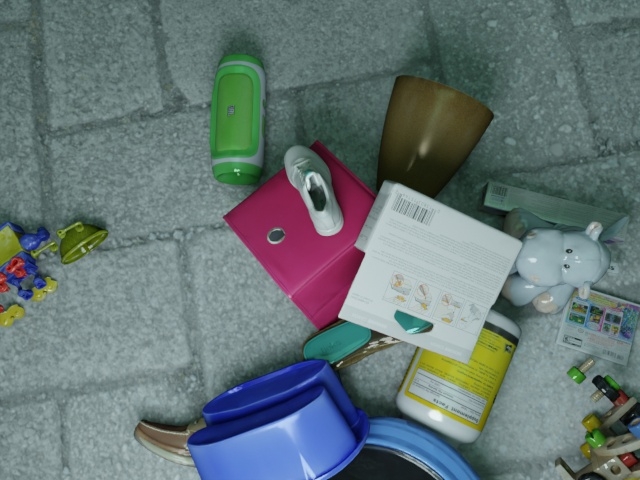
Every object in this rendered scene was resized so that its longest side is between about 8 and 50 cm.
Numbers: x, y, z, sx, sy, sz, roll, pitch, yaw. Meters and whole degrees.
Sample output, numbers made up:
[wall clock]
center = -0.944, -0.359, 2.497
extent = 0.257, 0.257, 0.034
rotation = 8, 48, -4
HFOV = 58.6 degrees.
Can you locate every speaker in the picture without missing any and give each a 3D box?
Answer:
[speaker]
center = -0.196, -0.290, 1.378
extent = 0.131, 0.131, 0.296
rotation = 0, 79, 3

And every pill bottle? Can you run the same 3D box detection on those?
[pill bottle]
center = 0.275, 0.299, 1.201
extent = 0.188, 0.188, 0.333
rotation = 25, 82, 8

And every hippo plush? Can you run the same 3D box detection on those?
[hippo plush]
center = 0.498, 0.062, 1.183
extent = 0.295, 0.236, 0.234
rotation = 7, 100, 10

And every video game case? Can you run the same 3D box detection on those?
[video game case]
center = 0.626, 0.189, 1.288
extent = 0.157, 0.019, 0.143
rotation = 18, 80, 7

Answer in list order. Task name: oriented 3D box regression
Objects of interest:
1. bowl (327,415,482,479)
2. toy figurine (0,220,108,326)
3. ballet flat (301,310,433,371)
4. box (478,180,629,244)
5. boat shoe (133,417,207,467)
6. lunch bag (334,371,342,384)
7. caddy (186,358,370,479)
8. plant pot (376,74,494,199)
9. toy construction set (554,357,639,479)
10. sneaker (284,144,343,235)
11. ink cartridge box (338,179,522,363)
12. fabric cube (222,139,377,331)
[bowl]
center = 0.139, 0.542, 1.118
extent = 0.392, 0.077, 0.390
rotation = 6, 104, 25
[toy figurine]
center = -0.712, 0.013, 1.322
extent = 0.363, 0.191, 0.217
rotation = -41, 74, -6
[ballet flat]
center = 0.123, 0.188, 1.207
extent = 0.343, 0.124, 0.116
rotation = -29, 70, 2
[box]
center = 0.534, -0.063, 1.321
extent = 0.324, 0.063, 0.067
rotation = 14, 81, 6
[boat shoe]
center = -0.239, 0.436, 1.246
extent = 0.325, 0.123, 0.116
rotation = 17, 76, -3
[lunch bag]
center = 0.009, 0.302, 1.276
extent = 0.065, 0.067, 0.098
rotation = -16, 75, -1
[caddy]
center = -0.079, 0.374, 1.074
extent = 0.342, 0.241, 0.179
rotation = -22, 102, 8
[plant pot]
center = 0.230, -0.209, 1.301
extent = 0.237, 0.237, 0.254
rotation = 24, 94, 8
[toy construction set]
center = 0.611, 0.459, 1.165
extent = 0.309, 0.257, 0.237
rotation = 39, 102, -13
[sneaker]
center = -0.017, -0.115, 1.075
extent = 0.080, 0.094, 0.212
rotation = -27, 61, 2
[ink cartridge box]
center = 0.200, 0.063, 1.070
extent = 0.297, 0.066, 0.261
rotation = 23, 94, -19
[fabric cube]
center = 0.000, 0.000, 1.214
extent = 0.258, 0.259, 0.254
rotation = -40, 61, -4
